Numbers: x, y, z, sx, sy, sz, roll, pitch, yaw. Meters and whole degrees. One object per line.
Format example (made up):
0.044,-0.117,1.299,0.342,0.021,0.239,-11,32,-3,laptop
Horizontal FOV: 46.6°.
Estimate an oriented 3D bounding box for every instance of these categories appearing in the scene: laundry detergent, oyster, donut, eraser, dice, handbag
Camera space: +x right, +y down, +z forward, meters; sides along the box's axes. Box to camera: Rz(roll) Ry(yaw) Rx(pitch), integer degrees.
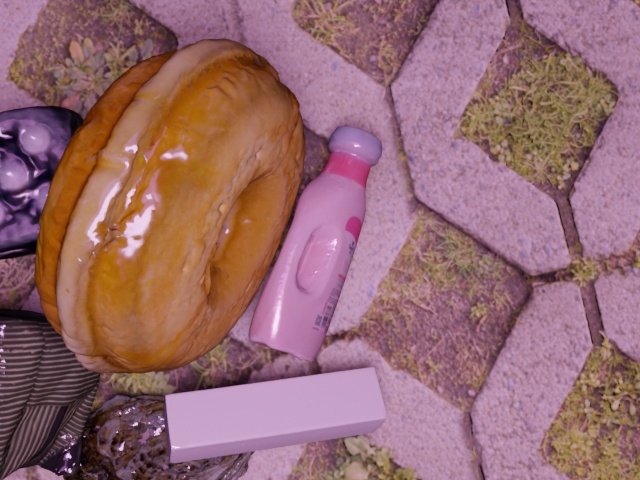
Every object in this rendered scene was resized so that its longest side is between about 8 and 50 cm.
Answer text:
0.000,0.000,1.062,0.087,0.159,0.335,15,81,26,laundry detergent
-0.226,0.320,1.062,0.267,0.112,0.198,14,65,6,oyster
-0.170,-0.035,0.933,0.198,0.449,0.449,24,86,17,donut
-0.063,0.242,1.035,0.298,0.076,0.078,-4,61,-17,eraser
-0.399,-0.075,1.027,0.183,0.182,0.181,-14,87,-5,dice
-0.469,0.197,0.971,0.340,0.247,0.240,4,86,15,handbag
